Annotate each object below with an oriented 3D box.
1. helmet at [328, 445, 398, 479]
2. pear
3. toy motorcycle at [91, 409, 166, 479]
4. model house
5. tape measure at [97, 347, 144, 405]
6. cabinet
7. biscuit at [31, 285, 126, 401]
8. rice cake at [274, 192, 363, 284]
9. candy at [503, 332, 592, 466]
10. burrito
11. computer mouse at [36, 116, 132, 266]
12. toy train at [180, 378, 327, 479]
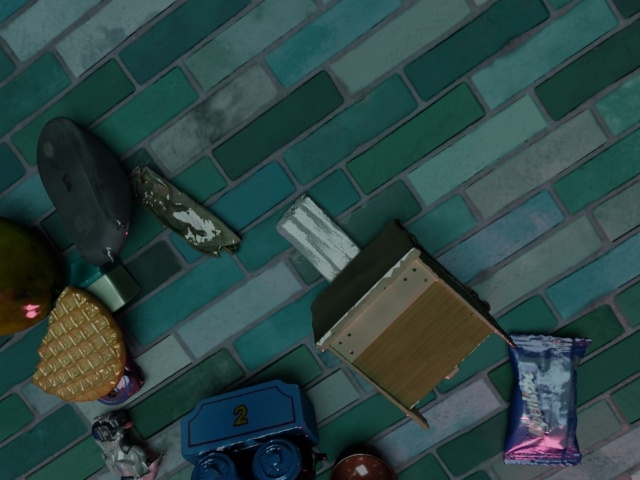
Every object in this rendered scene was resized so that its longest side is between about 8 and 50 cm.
[{"bbox_3d":[0.103,0.559,1.455,0.175,0.106,0.155,27,99,-4],"label":"helmet"},{"bbox_3d":[-0.746,0.077,1.367,0.321,0.269,0.269,18,100,-7],"label":"pear"},{"bbox_3d":[-0.470,0.516,1.497,0.150,0.102,0.221,-25,97,20],"label":"toy motorcycle"},{"bbox_3d":[-0.513,0.098,1.416,0.100,0.127,0.149,-32,99,8],"label":"model house"},{"bbox_3d":[-0.495,0.335,1.481,0.125,0.074,0.118,-19,98,3],"label":"tape measure"},{"bbox_3d":[0.191,0.176,1.312,0.318,0.227,0.290,41,99,-13],"label":"cabinet"},{"bbox_3d":[-0.545,0.264,1.388,0.204,0.040,0.309,30,115,1],"label":"biscuit"},{"bbox_3d":[0.000,0.000,1.407,0.211,0.038,0.124,40,100,-2],"label":"rice cake"},{"bbox_3d":[0.524,0.376,1.414,0.187,0.077,0.331,0,98,11],"label":"candy"},{"bbox_3d":[-0.319,-0.060,1.406,0.309,0.066,0.096,36,103,-3],"label":"burrito"},{"bbox_3d":[-0.506,-0.109,1.355,0.188,0.122,0.371,-42,69,36],"label":"computer mouse"},{"bbox_3d":[-0.147,0.462,1.374,0.300,0.265,0.188,-16,141,6],"label":"toy train"}]
